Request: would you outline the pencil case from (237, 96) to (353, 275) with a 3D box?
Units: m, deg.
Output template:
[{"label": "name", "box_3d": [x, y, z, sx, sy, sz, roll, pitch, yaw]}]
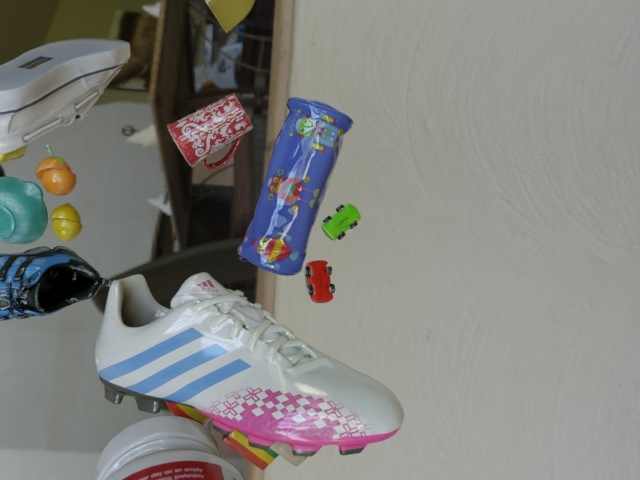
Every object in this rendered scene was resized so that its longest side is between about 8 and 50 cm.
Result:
[{"label": "pencil case", "box_3d": [-0.044, -0.089, 1.148, 0.133, 0.119, 0.306, -12, -58, -79]}]

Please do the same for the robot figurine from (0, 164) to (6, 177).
[{"label": "robot figurine", "box_3d": [-0.847, -0.165, 1.537, 0.209, 0.278, 0.173, -14, -40, -56]}]

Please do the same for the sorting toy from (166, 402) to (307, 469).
[{"label": "sorting toy", "box_3d": [-0.155, 0.250, 1.124, 0.089, 0.255, 0.257, -45, 18, 8]}]

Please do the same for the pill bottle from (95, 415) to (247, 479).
[{"label": "pill bottle", "box_3d": [-0.162, 0.395, 0.765, 0.407, 0.229, 0.229, -130, 42, -60]}]

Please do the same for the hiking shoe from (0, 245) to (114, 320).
[{"label": "hiking shoe", "box_3d": [-0.478, 0.070, 0.996, 0.132, 0.304, 0.113, 11, 111, 41]}]

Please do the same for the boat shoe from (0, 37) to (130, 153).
[{"label": "boat shoe", "box_3d": [-0.317, -0.181, 0.803, 0.258, 0.095, 0.084, -51, -31, -53]}]

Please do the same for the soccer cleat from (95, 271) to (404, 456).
[{"label": "soccer cleat", "box_3d": [-0.080, 0.110, 0.651, 0.116, 0.331, 0.143, -12, -72, -70]}]

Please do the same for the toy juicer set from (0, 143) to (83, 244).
[{"label": "toy juicer set", "box_3d": [-0.539, -0.037, 1.235, 0.089, 0.209, 0.329, -71, 2, -66]}]

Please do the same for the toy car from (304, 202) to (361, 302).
[{"label": "toy car", "box_3d": [0.000, 0.000, 1.535, 0.239, 0.225, 0.053, 50, 160, 1]}]

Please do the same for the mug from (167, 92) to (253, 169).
[{"label": "mug", "box_3d": [-0.247, -0.254, 1.548, 0.113, 0.169, 0.150, 60, 180, 17]}]

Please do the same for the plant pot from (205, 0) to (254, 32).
[{"label": "plant pot", "box_3d": [-0.168, -0.451, 1.219, 0.081, 0.083, 0.081, 60, -175, 34]}]
